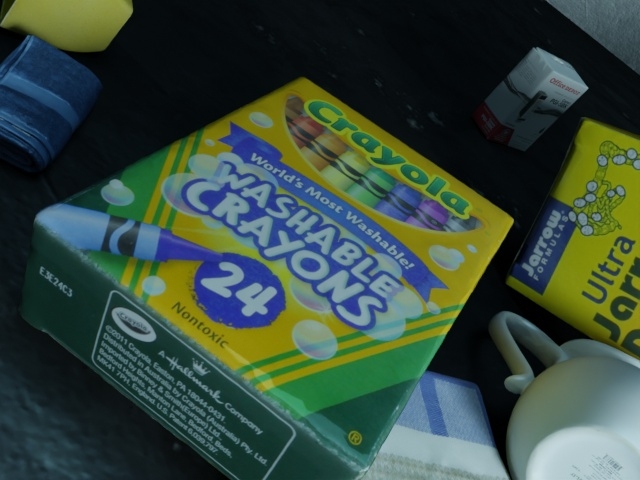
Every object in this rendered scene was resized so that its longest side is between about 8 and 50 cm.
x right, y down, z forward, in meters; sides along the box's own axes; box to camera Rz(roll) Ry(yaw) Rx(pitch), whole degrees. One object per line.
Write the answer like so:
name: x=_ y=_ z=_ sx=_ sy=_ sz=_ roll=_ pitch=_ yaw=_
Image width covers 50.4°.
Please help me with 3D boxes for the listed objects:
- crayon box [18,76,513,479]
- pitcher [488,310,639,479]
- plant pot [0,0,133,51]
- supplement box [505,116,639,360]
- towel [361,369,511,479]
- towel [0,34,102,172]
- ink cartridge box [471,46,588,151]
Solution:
crayon box: x=0.000 y=0.000 z=0.461 sx=0.203 sy=0.083 sz=0.323 roll=35 pitch=38 yaw=9
pitcher: x=0.196 y=0.131 z=0.536 sx=0.178 sy=0.125 sz=0.207 roll=34 pitch=20 yaw=17
plant pot: x=-0.203 y=-0.204 z=0.560 sx=0.083 sy=0.081 sz=0.081 roll=26 pitch=35 yaw=-39
supplement box: x=0.411 y=0.012 z=0.753 sx=0.357 sy=0.194 sz=0.195 roll=4 pitch=24 yaw=-41
towel: x=0.052 y=0.186 z=0.396 sx=0.209 sy=0.034 sz=0.285 roll=19 pitch=37 yaw=-25
towel: x=-0.201 y=-0.098 z=0.480 sx=0.067 sy=0.029 sz=0.119 roll=30 pitch=35 yaw=-17
ink cartridge box: x=0.309 y=-0.205 z=1.007 sx=0.099 sy=0.135 sz=0.056 roll=8 pitch=46 yaw=-39
